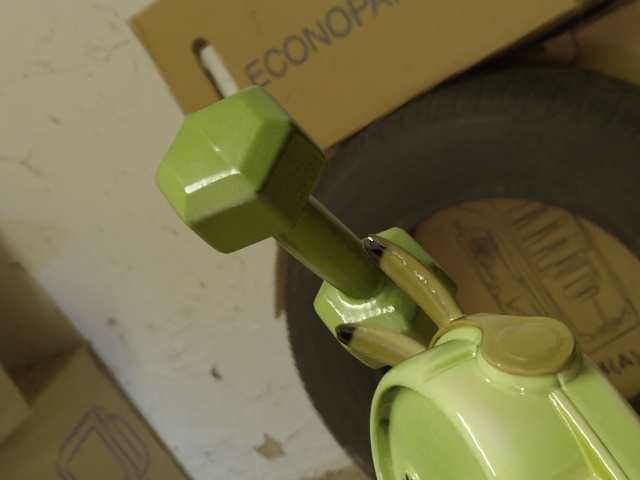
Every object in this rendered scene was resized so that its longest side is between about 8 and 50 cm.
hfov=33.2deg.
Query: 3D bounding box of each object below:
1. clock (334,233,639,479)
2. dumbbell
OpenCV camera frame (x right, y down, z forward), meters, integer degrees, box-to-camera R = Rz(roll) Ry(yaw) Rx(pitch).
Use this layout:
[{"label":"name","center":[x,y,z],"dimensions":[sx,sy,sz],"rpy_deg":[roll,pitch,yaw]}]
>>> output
[{"label":"clock","center":[0.077,0.108,0.478],"dimensions":[0.069,0.232,0.170],"rpy_deg":[-18,-31,-19]},{"label":"dumbbell","center":[0.000,0.000,0.855],"dimensions":[0.108,0.302,0.121],"rpy_deg":[-44,48,4]}]
